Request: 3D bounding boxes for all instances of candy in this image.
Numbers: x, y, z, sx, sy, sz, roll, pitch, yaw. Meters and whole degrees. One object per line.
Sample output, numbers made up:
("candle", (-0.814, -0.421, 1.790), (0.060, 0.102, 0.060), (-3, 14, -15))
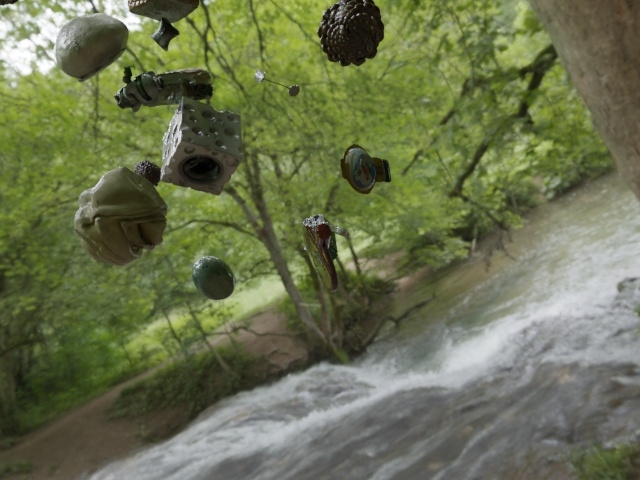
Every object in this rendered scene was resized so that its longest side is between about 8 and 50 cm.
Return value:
("candy", (-0.812, -0.696, 1.813), (0.295, 0.185, 0.295), (-30, 29, 19))

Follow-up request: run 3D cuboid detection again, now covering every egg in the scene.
("egg", (-0.464, 0.166, 2.240), (0.169, 0.236, 0.169), (-15, 41, 14))

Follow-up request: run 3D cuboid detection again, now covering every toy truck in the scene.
("toy truck", (0.000, 0.000, 2.283), (0.124, 0.114, 0.253), (-23, 48, 21))

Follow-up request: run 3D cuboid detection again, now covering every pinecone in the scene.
("pinecone", (0.092, -0.603, 1.459), (0.168, 0.186, 0.212), (97, -171, -52))

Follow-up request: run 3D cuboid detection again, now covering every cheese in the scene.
("cheese", (0.158, -0.246, 1.781), (0.069, 0.177, 0.270), (-12, -5, 42))

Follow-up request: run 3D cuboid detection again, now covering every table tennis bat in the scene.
("table tennis bat", (0.002, 0.043, 1.843), (0.051, 0.268, 0.414), (-23, -18, -11))

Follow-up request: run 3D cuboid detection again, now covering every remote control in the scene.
("remote control", (0.063, -0.047, 2.182), (0.032, 0.122, 0.074), (-66, -23, 0))

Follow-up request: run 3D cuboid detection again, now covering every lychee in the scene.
("lychee", (-0.785, -0.302, 2.333), (0.123, 0.129, 0.123), (-47, 20, 23))

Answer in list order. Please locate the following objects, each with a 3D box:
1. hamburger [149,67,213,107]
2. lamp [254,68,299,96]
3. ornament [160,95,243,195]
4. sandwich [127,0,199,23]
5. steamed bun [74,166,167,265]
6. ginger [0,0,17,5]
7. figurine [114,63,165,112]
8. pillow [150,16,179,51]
("hamburger", (-0.552, -0.615, 2.057), (0.309, 0.132, 0.211), (-2, 22, 23))
("lamp", (-0.171, -0.635, 2.074), (0.198, 0.056, 0.050), (10, -60, -41))
("ornament", (-0.455, -0.354, 1.965), (0.239, 0.239, 0.240), (14, -40, -29))
("sandwich", (-0.676, -1.017, 2.197), (0.226, 0.087, 0.251), (-9, 1, 33))
("steamed bun", (-0.590, -0.042, 1.544), (0.289, 0.203, 0.276), (-46, -18, 2))
("ginger", (-1.076, -0.929, 1.725), (0.122, 0.084, 0.290), (-29, -24, -44))
("figurine", (-0.639, -0.532, 1.824), (0.192, 0.147, 0.126), (-21, -7, 10))
("pillow", (-0.677, -0.897, 2.237), (0.091, 0.055, 0.136), (21, -36, -33))
